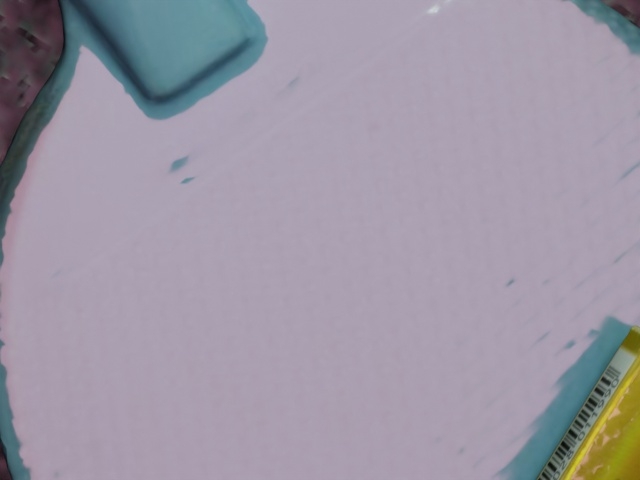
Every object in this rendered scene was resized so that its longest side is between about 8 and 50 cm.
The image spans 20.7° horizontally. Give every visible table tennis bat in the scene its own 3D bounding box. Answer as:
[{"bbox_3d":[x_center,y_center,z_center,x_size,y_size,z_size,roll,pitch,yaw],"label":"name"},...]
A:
[{"bbox_3d":[0.000,0.000,0.461,0.215,0.044,0.329,-35,97,-1],"label":"table tennis bat"}]

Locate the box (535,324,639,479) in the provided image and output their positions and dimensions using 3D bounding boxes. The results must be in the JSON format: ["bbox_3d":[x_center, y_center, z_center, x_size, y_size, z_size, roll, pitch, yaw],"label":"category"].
[{"bbox_3d":[0.076,0.109,0.453,0.089,0.022,0.156,30,93,-8],"label":"box"}]
